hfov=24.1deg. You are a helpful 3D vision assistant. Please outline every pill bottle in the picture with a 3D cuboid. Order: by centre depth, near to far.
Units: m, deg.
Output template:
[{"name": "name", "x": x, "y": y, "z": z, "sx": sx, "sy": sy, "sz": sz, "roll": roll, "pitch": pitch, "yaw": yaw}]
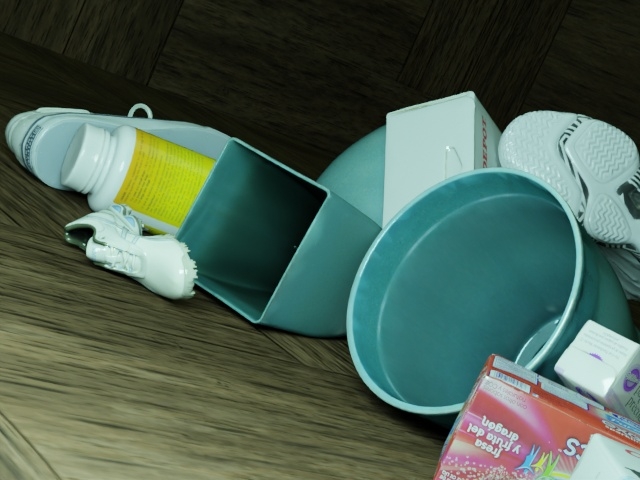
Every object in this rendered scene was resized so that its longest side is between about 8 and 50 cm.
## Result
[{"name": "pill bottle", "x": -0.210, "y": -0.070, "z": 1.875, "sx": 0.215, "sy": 0.117, "sz": 0.117, "roll": 22, "pitch": 8, "yaw": -21}]

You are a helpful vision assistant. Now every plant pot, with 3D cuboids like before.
[{"name": "plant pot", "x": 0.209, "y": 0.102, "z": 1.576, "sx": 0.272, "sy": 0.271, "sz": 0.255, "roll": 33, "pitch": -4, "yaw": 47}, {"name": "plant pot", "x": -0.023, "y": 0.014, "z": 1.746, "sx": 0.165, "sy": 0.165, "sz": 0.234, "roll": 30, "pitch": 3, "yaw": 36}, {"name": "plant pot", "x": 0.084, "y": -0.013, "z": 1.983, "sx": 0.195, "sy": 0.290, "sz": 0.290, "roll": -10, "pitch": -8, "yaw": 25}]

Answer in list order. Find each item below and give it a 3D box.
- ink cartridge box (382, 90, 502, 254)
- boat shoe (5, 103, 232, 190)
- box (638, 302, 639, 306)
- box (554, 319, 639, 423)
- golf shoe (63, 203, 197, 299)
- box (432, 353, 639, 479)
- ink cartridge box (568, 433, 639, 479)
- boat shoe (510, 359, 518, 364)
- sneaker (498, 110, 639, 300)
[{"name": "ink cartridge box", "x": 0.186, "y": -0.013, "z": 1.821, "sx": 0.122, "sy": 0.211, "sz": 0.289, "roll": -12, "pitch": -34, "yaw": 24}, {"name": "boat shoe", "x": -0.263, "y": -0.114, "z": 2.029, "sx": 0.367, "sy": 0.135, "sz": 0.156, "roll": 5, "pitch": 16, "yaw": -40}, {"name": "box", "x": 0.552, "y": 0.209, "z": 1.928, "sx": 0.318, "sy": 0.097, "sz": 0.395, "roll": 55, "pitch": 9, "yaw": -1}, {"name": "box", "x": 0.324, "y": 0.193, "z": 1.503, "sx": 0.067, "sy": 0.063, "sz": 0.324, "roll": 28, "pitch": -16, "yaw": 40}, {"name": "golf shoe", "x": -0.203, "y": 0.020, "z": 1.578, "sx": 0.086, "sy": 0.069, "sz": 0.176, "roll": -11, "pitch": 27, "yaw": -41}, {"name": "box", "x": 0.237, "y": 0.214, "z": 1.322, "sx": 0.257, "sy": 0.122, "sz": 0.128, "roll": 25, "pitch": 8, "yaw": 6}, {"name": "ink cartridge box", "x": 0.298, "y": 0.275, "z": 1.087, "sx": 0.226, "sy": 0.131, "sz": 0.306, "roll": 24, "pitch": 9, "yaw": -6}, {"name": "boat shoe", "x": 0.241, "y": 0.155, "z": 1.788, "sx": 0.305, "sy": 0.091, "sz": 0.109, "roll": 14, "pitch": 16, "yaw": -31}, {"name": "sneaker", "x": 0.350, "y": -0.026, "z": 1.848, "sx": 0.366, "sy": 0.137, "sz": 0.210, "roll": 27, "pitch": -19, "yaw": -12}]
